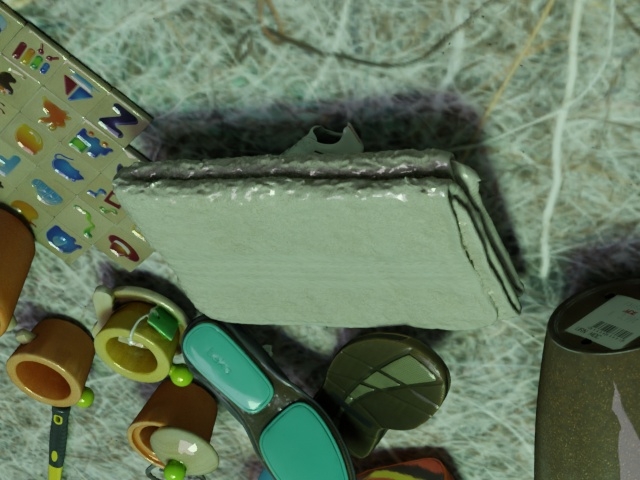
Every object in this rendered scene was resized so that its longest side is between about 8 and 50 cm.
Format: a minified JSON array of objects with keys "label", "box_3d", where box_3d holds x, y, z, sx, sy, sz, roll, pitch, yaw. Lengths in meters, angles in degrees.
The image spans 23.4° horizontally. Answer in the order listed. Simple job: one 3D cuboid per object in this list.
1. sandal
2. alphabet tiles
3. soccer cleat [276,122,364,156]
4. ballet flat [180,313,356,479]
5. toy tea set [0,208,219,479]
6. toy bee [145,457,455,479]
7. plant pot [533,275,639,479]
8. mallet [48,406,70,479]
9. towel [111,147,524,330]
[{"label":"sandal","box_3d":[0.051,0.120,1.273,0.090,0.060,0.219,39,152,5]},{"label":"alphabet tiles","box_3d":[-0.214,-0.070,1.230,0.237,0.009,0.198,37,135,-16]},{"label":"soccer cleat","box_3d":[-0.008,-0.066,1.134,0.083,0.029,0.036,-7,121,25]},{"label":"ballet flat","box_3d":[-0.037,0.141,1.293,0.203,0.074,0.074,50,135,3]},{"label":"toy tea set","box_3d":[-0.228,0.107,1.319,0.336,0.124,0.200,28,141,-5]},{"label":"toy bee","box_3d":[-0.020,0.284,1.383,0.298,0.162,0.195,-21,139,41]},{"label":"plant pot","box_3d":[0.243,0.151,1.134,0.215,0.215,0.230,-5,117,27]},{"label":"mallet","box_3d":[-0.252,0.227,1.527,0.062,0.039,0.190,24,134,1]},{"label":"towel","box_3d":[0.000,0.000,1.154,0.282,0.049,0.187,0,145,24]}]
